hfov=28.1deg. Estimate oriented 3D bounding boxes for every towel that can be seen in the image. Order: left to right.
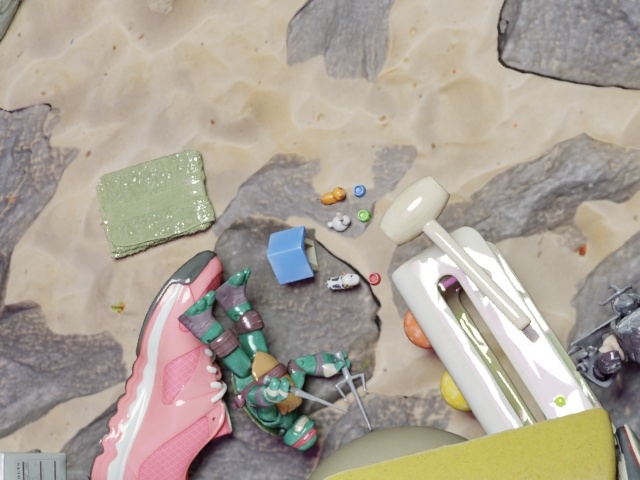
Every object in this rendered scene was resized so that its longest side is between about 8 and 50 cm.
[{"bbox_3d":[-0.204,-0.047,1.574,0.148,0.027,0.110,-18,76,16],"label":"towel"}]

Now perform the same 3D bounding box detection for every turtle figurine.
[{"bbox_3d":[-0.050,0.150,1.414,0.118,0.175,0.234,-39,89,17],"label":"turtle figurine"}]

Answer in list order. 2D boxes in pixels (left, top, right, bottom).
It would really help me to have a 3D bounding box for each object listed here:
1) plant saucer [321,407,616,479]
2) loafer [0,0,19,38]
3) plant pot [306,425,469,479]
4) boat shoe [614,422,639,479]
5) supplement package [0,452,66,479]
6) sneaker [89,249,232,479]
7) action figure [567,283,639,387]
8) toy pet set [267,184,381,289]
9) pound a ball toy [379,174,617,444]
[{"bbox_3d":[0.145,0.347,1.199,0.081,0.333,0.333,37,130,54],"label":"plant saucer"},{"bbox_3d":[-0.430,-0.345,1.648,0.112,0.111,0.319,42,96,19],"label":"loafer"},{"bbox_3d":[0.074,0.335,1.338,0.284,0.191,0.284,-3,80,18],"label":"plant pot"},{"bbox_3d":[0.302,0.232,1.232,0.043,0.049,0.137,-35,32,19],"label":"boat shoe"},{"bbox_3d":[-0.453,0.358,1.532,0.262,0.145,0.204,-5,80,17],"label":"supplement package"},{"bbox_3d":[-0.155,0.169,1.499,0.136,0.116,0.314,20,90,3],"label":"sneaker"},{"bbox_3d":[0.361,0.118,1.271,0.185,0.099,0.285,-33,36,0],"label":"action figure"},{"bbox_3d":[0.000,0.000,1.479,0.114,0.065,0.122,-14,77,16],"label":"toy pet set"},{"bbox_3d":[0.164,0.108,1.333,0.136,0.208,0.319,-35,74,10],"label":"pound a ball toy"}]
